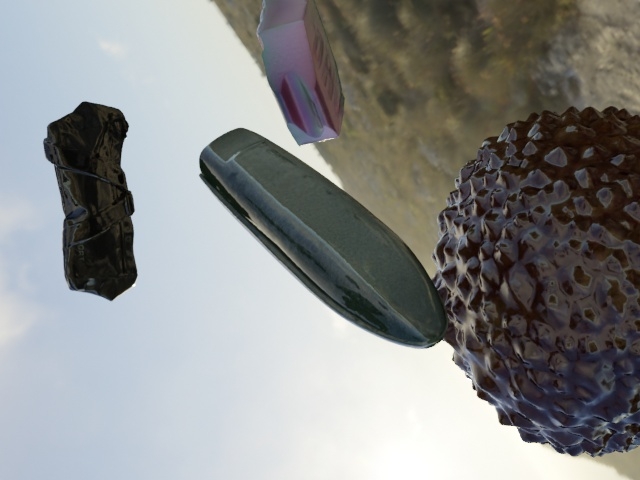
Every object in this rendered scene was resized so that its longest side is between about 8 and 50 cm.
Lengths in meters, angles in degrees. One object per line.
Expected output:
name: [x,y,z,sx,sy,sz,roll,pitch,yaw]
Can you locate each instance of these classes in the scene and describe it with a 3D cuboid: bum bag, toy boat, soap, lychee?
bum bag: [-0.225,-0.037,0.811,0.087,0.049,0.198,-15,-77,-53]
toy boat: [0.000,0.000,0.635,0.260,0.078,0.085,39,153,35]
soap: [-0.018,-0.178,0.880,0.149,0.056,0.100,66,-156,-44]
lychee: [0.228,0.032,0.660,0.304,0.276,0.276,49,180,24]
